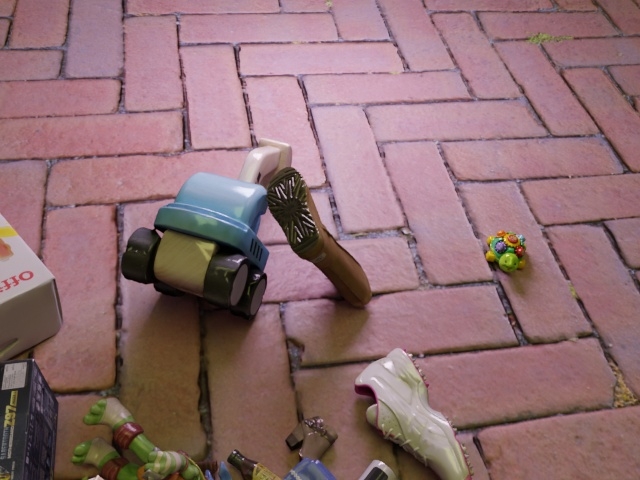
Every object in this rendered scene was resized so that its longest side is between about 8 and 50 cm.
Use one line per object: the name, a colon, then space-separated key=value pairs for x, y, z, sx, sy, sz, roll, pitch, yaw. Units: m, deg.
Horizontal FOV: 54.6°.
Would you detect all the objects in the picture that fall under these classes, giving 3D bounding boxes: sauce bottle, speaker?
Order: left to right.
sauce bottle: x=-0.109 y=0.417 z=1.094 sx=0.128 sy=0.042 sz=0.042 roll=31 pitch=54 yaw=16
speaker: x=0.073 y=0.452 z=1.079 sx=0.055 sy=0.055 sz=0.136 roll=36 pitch=56 yaw=21

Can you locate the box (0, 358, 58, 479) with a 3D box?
box: x=-0.486 y=0.340 z=1.020 sx=0.059 sy=0.183 sz=0.232 roll=-5 pitch=53 yaw=-10

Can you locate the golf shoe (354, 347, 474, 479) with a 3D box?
golf shoe: x=0.168 y=0.350 z=1.152 sx=0.140 sy=0.115 sz=0.306 roll=-22 pitch=50 yaw=-10

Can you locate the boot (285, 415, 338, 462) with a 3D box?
boot: x=-0.005 y=0.380 z=1.138 sx=0.087 sy=0.042 sz=0.118 roll=-24 pitch=58 yaw=-26

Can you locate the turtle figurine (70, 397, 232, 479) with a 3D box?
turtle figurine: x=-0.307 y=0.395 z=0.991 sx=0.266 sy=0.197 sz=0.275 roll=30 pitch=51 yaw=23

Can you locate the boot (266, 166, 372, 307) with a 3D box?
boot: x=0.000 y=0.000 z=1.308 sx=0.089 sy=0.269 sz=0.236 roll=-26 pitch=56 yaw=14

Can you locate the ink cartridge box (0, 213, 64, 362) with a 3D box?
ink cartridge box: x=-0.731 y=0.068 z=1.212 sx=0.385 sy=0.160 sz=0.279 roll=40 pitch=50 yaw=24

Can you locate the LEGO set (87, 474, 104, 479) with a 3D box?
LEGO set: x=-0.396 y=0.473 z=0.938 sx=0.287 sy=0.132 sz=0.107 roll=-37 pitch=68 yaw=6

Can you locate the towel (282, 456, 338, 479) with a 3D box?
towel: x=-0.054 y=0.542 z=0.971 sx=0.336 sy=0.040 sz=0.243 roll=-40 pitch=66 yaw=-17

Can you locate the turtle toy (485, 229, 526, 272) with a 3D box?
turtle toy: x=0.444 y=0.026 z=1.462 sx=0.095 sy=0.066 sz=0.130 roll=13 pitch=51 yaw=4

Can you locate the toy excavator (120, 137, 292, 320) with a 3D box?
toy excavator: x=-0.180 y=-0.069 z=1.339 sx=0.223 sy=0.433 sz=0.444 roll=16 pitch=79 yaw=11
